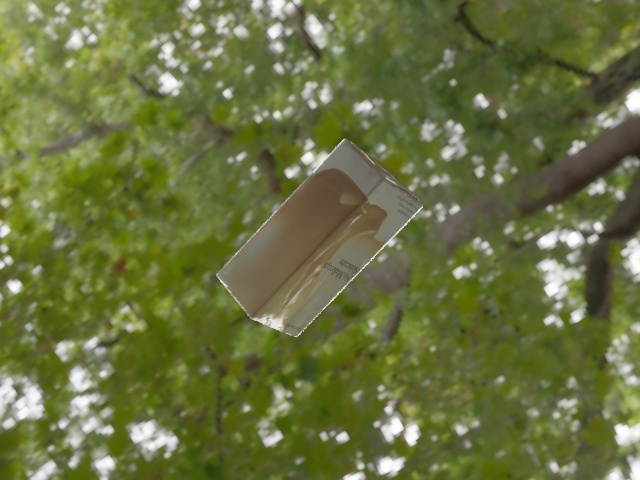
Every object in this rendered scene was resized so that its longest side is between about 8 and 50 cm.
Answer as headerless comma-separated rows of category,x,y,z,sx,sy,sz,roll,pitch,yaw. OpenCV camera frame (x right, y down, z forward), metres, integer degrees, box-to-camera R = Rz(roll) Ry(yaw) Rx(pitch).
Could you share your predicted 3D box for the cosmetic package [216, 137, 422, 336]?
cosmetic package,0.000,0.000,0.835,0.041,0.115,0.060,49,-168,31
